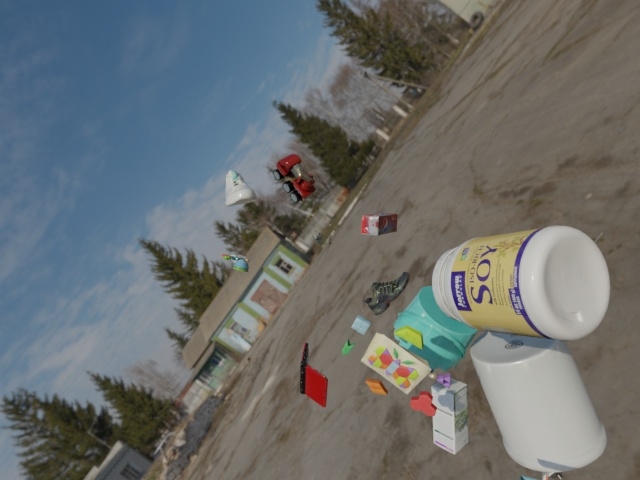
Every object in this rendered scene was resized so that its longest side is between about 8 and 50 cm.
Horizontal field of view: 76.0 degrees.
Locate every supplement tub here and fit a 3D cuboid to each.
[{"bbox_3d":[0.451,0.101,0.973,0.241,0.241,0.331,-55,15,-19],"label":"supplement tub"}]

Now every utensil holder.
[{"bbox_3d":[0.730,0.514,1.408,0.327,0.386,0.327,-24,5,2],"label":"utensil holder"}]

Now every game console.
[{"bbox_3d":[-0.016,0.397,1.213,0.124,0.085,0.144,-78,-7,-55],"label":"game console"}]

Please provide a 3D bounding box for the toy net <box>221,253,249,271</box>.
[{"bbox_3d":[-0.370,0.090,1.775,0.232,0.121,0.045,-163,87,-78],"label":"toy net"}]

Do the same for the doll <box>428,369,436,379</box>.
[{"bbox_3d":[0.458,0.549,1.854,0.046,0.189,0.129,-36,-6,-35],"label":"doll"}]

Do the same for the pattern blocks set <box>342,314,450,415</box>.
[{"bbox_3d":[0.217,0.363,1.202,0.026,0.324,0.286,-43,-30,-55],"label":"pattern blocks set"}]

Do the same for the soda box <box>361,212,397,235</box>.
[{"bbox_3d":[0.281,-0.079,1.923,0.263,0.083,0.092,-10,-76,-61],"label":"soda box"}]

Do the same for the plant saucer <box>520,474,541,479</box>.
[{"bbox_3d":[0.592,0.616,0.997,0.067,0.191,0.018,22,-107,-63],"label":"plant saucer"}]

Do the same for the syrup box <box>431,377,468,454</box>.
[{"bbox_3d":[0.466,0.626,1.476,0.093,0.237,0.096,-14,15,-38],"label":"syrup box"}]

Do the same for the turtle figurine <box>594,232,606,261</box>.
[{"bbox_3d":[0.742,0.062,1.244,0.118,0.175,0.234,-77,12,-60],"label":"turtle figurine"}]

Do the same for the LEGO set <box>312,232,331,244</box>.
[{"bbox_3d":[0.001,-0.002,1.544,0.083,0.054,0.023,-2,31,34],"label":"LEGO set"}]

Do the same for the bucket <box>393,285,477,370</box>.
[{"bbox_3d":[0.427,0.313,1.501,0.281,0.280,0.183,-57,-10,-58],"label":"bucket"}]

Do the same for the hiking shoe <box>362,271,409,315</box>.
[{"bbox_3d":[0.273,0.203,1.709,0.227,0.114,0.086,-50,-14,11],"label":"hiking shoe"}]

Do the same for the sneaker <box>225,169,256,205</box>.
[{"bbox_3d":[-0.225,-0.143,1.097,0.080,0.094,0.212,-11,10,-19],"label":"sneaker"}]

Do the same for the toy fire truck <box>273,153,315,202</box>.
[{"bbox_3d":[-0.111,-0.315,1.930,0.158,0.217,0.246,-35,-5,-31],"label":"toy fire truck"}]

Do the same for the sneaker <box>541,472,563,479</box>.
[{"bbox_3d":[0.871,0.861,1.526,0.158,0.064,0.061,72,-149,-48],"label":"sneaker"}]
